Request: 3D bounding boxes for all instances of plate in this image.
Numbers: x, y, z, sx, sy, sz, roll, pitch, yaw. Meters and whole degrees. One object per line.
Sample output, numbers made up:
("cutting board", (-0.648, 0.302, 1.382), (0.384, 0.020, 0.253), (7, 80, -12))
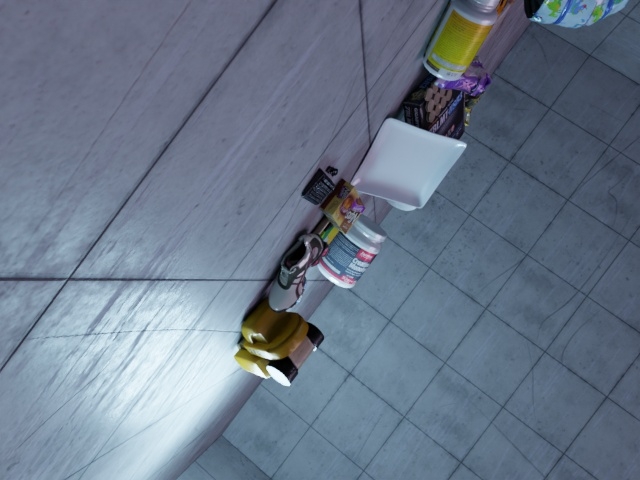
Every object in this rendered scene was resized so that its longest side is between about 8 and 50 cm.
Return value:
("plate", (0.263, -0.240, 1.384), (0.045, 0.278, 0.277), (-94, -156, -43))

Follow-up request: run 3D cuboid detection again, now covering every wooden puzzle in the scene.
("wooden puzzle", (0.000, 0.000, 1.495), (0.221, 0.044, 0.239), (-52, 171, -6))

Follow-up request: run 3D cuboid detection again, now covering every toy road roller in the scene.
("toy road roller", (-0.172, 0.304, 1.462), (0.329, 0.240, 0.202), (-4, -145, 49))

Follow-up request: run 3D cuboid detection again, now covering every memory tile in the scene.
("memory tile", (0.349, -0.433, 1.314), (0.148, 0.012, 0.113), (-51, 141, -24))

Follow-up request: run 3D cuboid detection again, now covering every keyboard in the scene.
("keyboard", (0.008, -0.137, 1.094), (0.108, 0.023, 0.180), (-54, 172, 4))

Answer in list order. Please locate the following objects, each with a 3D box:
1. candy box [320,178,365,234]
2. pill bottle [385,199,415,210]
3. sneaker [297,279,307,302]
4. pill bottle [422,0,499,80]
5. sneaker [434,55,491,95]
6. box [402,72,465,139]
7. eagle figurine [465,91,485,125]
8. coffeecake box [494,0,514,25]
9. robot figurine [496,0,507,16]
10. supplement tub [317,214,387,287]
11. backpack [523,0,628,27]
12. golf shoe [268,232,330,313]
("candy box", (0.071, -0.098, 1.344), (0.109, 0.053, 0.187), (-52, 156, -5))
("pill bottle", (0.429, -0.318, 1.936), (0.361, 0.204, 0.204), (-49, 170, -24))
("sneaker", (-0.087, 0.207, 1.823), (0.135, 0.052, 0.058), (-59, 173, 35))
("pill bottle", (0.343, -0.508, 1.072), (0.117, 0.117, 0.215), (-46, 169, -36))
("sneaker", (0.418, -0.461, 1.267), (0.236, 0.104, 0.095), (-27, 168, -43))
("box", (0.382, -0.398, 1.451), (0.295, 0.073, 0.293), (-49, 144, -27))
("eagle figurine", (0.482, -0.504, 1.714), (0.298, 0.225, 0.226), (-20, 116, -14))
("coffeecake box", (0.545, -0.708, 1.481), (0.185, 0.068, 0.142), (-51, 170, -14))
("robot figurine", (0.453, -0.638, 1.241), (0.211, 0.085, 0.291), (-44, 168, -45))
("supplement tub", (0.129, 0.041, 1.824), (0.272, 0.191, 0.191), (-56, 170, 18))
("backpack", (0.566, -0.652, 0.946), (0.290, 0.273, 0.355), (-74, -174, -73))
("golf shoe", (-0.089, 0.091, 1.304), (0.273, 0.105, 0.120), (-59, 152, 8))
